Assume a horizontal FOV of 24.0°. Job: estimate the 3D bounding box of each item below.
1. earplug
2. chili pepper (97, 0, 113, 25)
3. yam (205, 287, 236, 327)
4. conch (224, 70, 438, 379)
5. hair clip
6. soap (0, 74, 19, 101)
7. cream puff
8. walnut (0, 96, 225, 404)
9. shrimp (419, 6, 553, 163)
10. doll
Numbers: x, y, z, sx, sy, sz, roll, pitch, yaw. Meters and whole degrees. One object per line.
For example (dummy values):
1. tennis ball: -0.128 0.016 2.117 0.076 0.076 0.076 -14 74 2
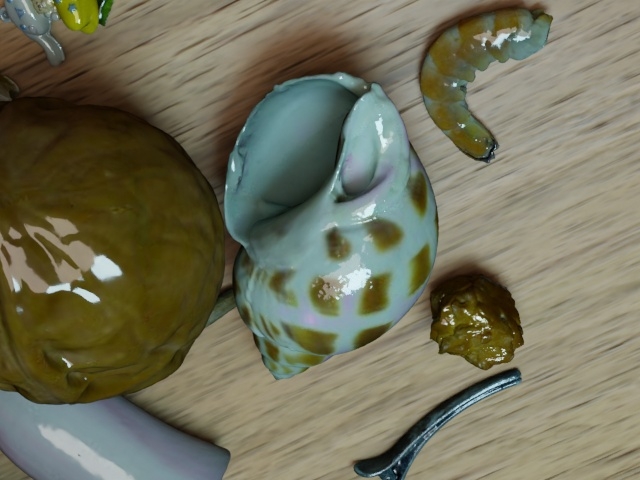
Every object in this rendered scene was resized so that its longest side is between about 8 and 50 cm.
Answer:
1. earplug: -0.275 0.235 1.745 0.301 0.172 0.172 35 107 -8
2. chili pepper: -0.220 -0.268 1.622 0.083 0.022 0.027 -47 71 16
3. yam: -0.190 0.119 1.718 0.234 0.027 0.029 -31 112 -18
4. conch: 0.000 -0.001 1.634 0.249 0.197 0.368 36 103 14
5. hair clip: 0.145 0.224 1.805 0.229 0.039 0.070 -42 104 13
6. soap: -0.457 -0.121 1.646 0.140 0.073 0.232 41 105 -15
7. cream puff: 0.171 0.093 1.713 0.094 0.122 0.116 -32 154 34
8. walnut: -0.276 0.015 1.552 0.354 0.398 0.308 -17 73 8
9. shrimp: 0.193 -0.168 1.652 0.161 0.049 0.166 -18 111 9
10. doll: -0.297 -0.263 1.606 0.135 0.071 0.113 45 122 -9
